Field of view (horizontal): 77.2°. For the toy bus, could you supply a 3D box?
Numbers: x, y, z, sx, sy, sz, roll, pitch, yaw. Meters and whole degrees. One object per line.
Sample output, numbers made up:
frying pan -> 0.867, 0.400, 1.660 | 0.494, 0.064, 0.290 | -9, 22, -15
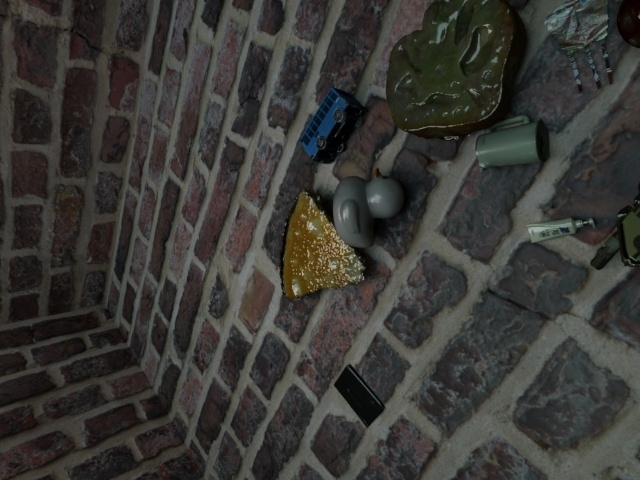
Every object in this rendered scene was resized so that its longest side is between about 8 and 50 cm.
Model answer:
toy bus -> 0.036, -0.386, 1.366 | 0.133, 0.116, 0.234 | 54, 125, 25

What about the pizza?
pizza -> -0.033, 0.004, 1.468 | 0.435, 0.080, 0.391 | -21, 81, 42

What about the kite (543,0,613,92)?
kite -> 0.594, -0.445, 0.911 | 0.127, 0.016, 0.229 | -13, 83, 46

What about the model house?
model house -> 0.694, 0.009, 0.791 | 0.218, 0.205, 0.278 | 45, 152, 32

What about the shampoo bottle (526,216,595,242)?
shampoo bottle -> 0.575, -0.032, 0.962 | 0.141, 0.034, 0.048 | -16, 78, 41

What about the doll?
doll -> 0.155, -0.100, 1.253 | 0.221, 0.221, 0.250 | 7, 96, 42

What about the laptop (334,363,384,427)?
laptop -> 0.133, 0.562, 1.451 | 0.197, 0.016, 0.135 | 46, 124, 29

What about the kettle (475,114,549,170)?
kettle -> 0.470, -0.245, 0.992 | 0.148, 0.098, 0.126 | 1, 101, 46

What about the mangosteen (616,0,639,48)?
mangosteen -> 0.663, -0.430, 0.753 | 0.173, 0.172, 0.183 | -23, 99, 42

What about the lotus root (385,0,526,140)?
lotus root -> 0.349, -0.443, 1.056 | 0.390, 0.111, 0.374 | -50, 59, 34
